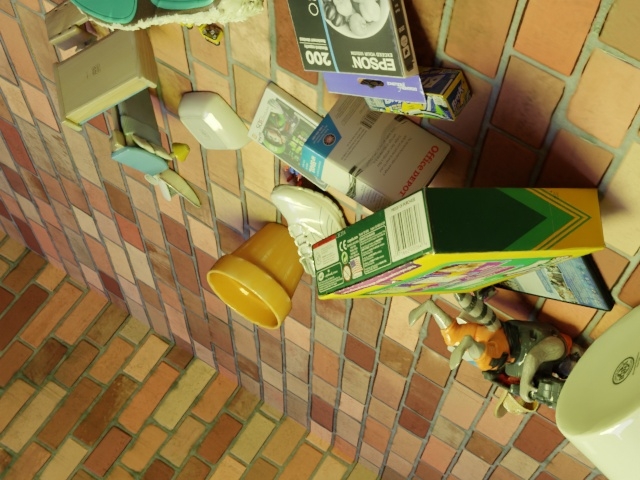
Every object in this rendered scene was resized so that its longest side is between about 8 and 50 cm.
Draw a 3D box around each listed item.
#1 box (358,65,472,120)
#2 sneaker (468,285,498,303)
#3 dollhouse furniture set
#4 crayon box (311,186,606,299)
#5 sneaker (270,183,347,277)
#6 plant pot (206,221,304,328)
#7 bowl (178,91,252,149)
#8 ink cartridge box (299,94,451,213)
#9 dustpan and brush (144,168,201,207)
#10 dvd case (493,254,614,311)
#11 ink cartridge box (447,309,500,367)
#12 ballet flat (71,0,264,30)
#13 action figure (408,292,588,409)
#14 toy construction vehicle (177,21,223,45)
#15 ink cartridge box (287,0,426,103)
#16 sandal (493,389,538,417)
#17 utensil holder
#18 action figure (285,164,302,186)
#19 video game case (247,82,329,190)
[{"bbox_3d":[0.143,-0.229,1.576,0.169,0.059,0.054,15,149,41],"label":"box"},{"bbox_3d":[0.299,0.088,1.972,0.057,0.047,0.119,56,172,-8],"label":"sneaker"},{"bbox_3d":[-0.360,-0.323,2.075,0.198,0.286,0.303,-24,156,21],"label":"dollhouse furniture set"},{"bbox_3d":[0.207,0.008,1.629,0.313,0.106,0.363,-2,168,-27],"label":"crayon box"},{"bbox_3d":[0.000,0.000,2.133,0.297,0.129,0.111,45,157,-22],"label":"sneaker"},{"bbox_3d":[-0.125,0.069,2.374,0.205,0.188,0.205,31,156,15],"label":"plant pot"},{"bbox_3d":[-0.222,-0.234,2.102,0.142,0.053,0.142,9,146,50],"label":"bowl"},{"bbox_3d":[0.090,-0.139,1.712,0.203,0.148,0.086,34,156,8],"label":"ink cartridge box"},{"bbox_3d":[-0.380,-0.146,2.487,0.147,0.060,0.211,26,156,23],"label":"dustpan and brush"},{"bbox_3d":[0.378,0.043,1.820,0.253,0.022,0.180,11,148,45],"label":"dvd case"},{"bbox_3d":[0.329,0.197,2.138,0.104,0.060,0.180,31,157,15],"label":"ink cartridge box"},{"bbox_3d":[-0.255,-0.407,1.709,0.409,0.147,0.147,15,150,38],"label":"ballet flat"},{"bbox_3d":[0.370,0.203,1.893,0.330,0.178,0.341,15,-179,-25],"label":"action figure"},{"bbox_3d":[-0.219,-0.394,1.818,0.098,0.035,0.086,30,168,22],"label":"toy construction vehicle"},{"bbox_3d":[0.048,-0.296,1.528,0.206,0.045,0.208,13,131,43],"label":"ink cartridge box"},{"bbox_3d":[0.433,0.341,2.236,0.079,0.088,0.240,32,153,26],"label":"sandal"},{"bbox_3d":[0.613,0.315,1.629,0.385,0.327,0.327,41,157,-7],"label":"utensil holder"},{"bbox_3d":[-0.050,-0.144,2.064,0.038,0.030,0.115,35,155,13],"label":"action figure"},{"bbox_3d":[-0.040,-0.191,1.937,0.190,0.022,0.173,35,151,2],"label":"video game case"}]
